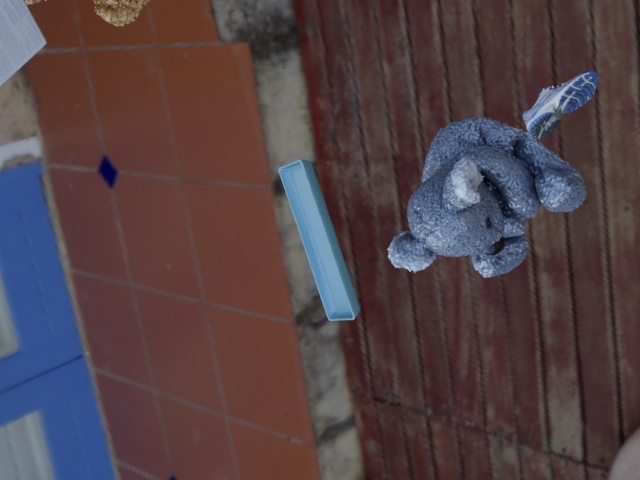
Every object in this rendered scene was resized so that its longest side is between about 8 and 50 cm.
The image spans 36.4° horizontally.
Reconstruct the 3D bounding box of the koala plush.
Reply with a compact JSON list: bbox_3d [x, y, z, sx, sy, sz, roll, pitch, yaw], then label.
[{"bbox_3d":[0.182,-0.046,1.235,0.203,0.221,0.196,46,131,11],"label":"koala plush"}]

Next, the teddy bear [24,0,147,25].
[{"bbox_3d":[-0.361,-0.438,1.305,0.338,0.245,0.113,48,153,-8],"label":"teddy bear"}]

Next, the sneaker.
[{"bbox_3d":[0.370,-0.225,1.526,0.135,0.052,0.058,-40,43,15],"label":"sneaker"}]

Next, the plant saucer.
[{"bbox_3d":[0.000,0.000,1.127,0.067,0.018,0.192,-12,96,64],"label":"plant saucer"}]

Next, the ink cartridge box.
[{"bbox_3d":[-0.387,-0.208,1.020,0.045,0.179,0.145,31,157,28],"label":"ink cartridge box"}]
